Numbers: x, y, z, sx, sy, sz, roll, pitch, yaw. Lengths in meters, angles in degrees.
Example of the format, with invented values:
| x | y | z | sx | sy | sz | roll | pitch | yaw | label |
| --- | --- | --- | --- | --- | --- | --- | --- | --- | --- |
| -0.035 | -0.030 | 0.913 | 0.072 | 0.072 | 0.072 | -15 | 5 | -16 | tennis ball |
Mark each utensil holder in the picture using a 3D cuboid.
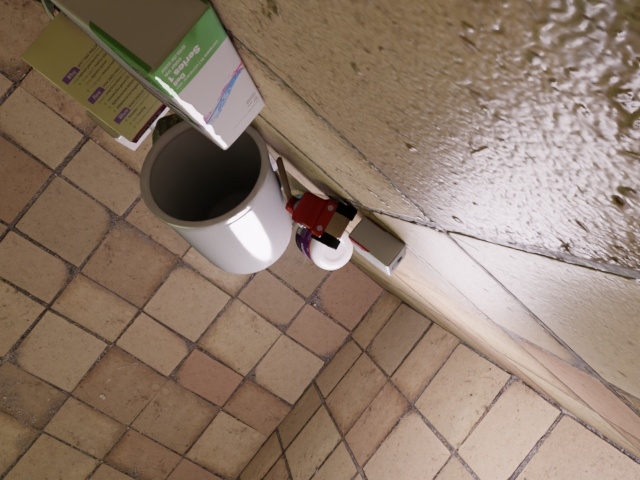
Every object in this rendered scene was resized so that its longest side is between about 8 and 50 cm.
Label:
| x | y | z | sx | sy | sz | roll | pitch | yaw | label |
| --- | --- | --- | --- | --- | --- | --- | --- | --- | --- |
| -0.265 | -0.105 | 1.235 | 0.328 | 0.327 | 0.385 | 38 | 166 | 20 | utensil holder |

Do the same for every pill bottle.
| x | y | z | sx | sy | sz | roll | pitch | yaw | label |
| --- | --- | --- | --- | --- | --- | --- | --- | --- | --- |
| 0.000 | 0.000 | 1.861 | 0.182 | 0.181 | 0.323 | 40 | 178 | -23 | pill bottle |

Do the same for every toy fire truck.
| x | y | z | sx | sy | sz | roll | pitch | yaw | label |
| --- | --- | --- | --- | --- | --- | --- | --- | --- | --- |
| -0.039 | -0.104 | 1.181 | 0.247 | 0.158 | 0.217 | 29 | 180 | -10 | toy fire truck |

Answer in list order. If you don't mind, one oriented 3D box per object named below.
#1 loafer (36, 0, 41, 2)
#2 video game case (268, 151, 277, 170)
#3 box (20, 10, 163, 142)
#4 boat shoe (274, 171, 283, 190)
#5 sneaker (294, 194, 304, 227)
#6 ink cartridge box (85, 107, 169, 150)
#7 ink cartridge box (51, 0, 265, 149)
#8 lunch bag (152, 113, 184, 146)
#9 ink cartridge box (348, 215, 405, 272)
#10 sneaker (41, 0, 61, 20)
| x | y | z | sx | sy | sz | roll | pitch | yaw | label |
| --- | --- | --- | --- | --- | --- | --- | --- | --- | --- |
| -0.703 | -0.654 | 1.036 | 0.108 | 0.095 | 0.302 | 63 | -170 | -8 | loafer |
| -0.239 | -0.315 | 1.338 | 0.227 | 0.026 | 0.206 | 39 | 178 | 11 | video game case |
| -0.429 | -0.364 | 0.916 | 0.243 | 0.213 | 0.117 | 39 | 177 | -21 | box |
| -0.260 | -0.265 | 1.559 | 0.303 | 0.114 | 0.091 | 38 | -178 | 17 | boat shoe |
| -0.066 | -0.114 | 1.582 | 0.122 | 0.110 | 0.283 | 42 | 178 | 11 | sneaker |
| -0.739 | -0.530 | 1.713 | 0.207 | 0.283 | 0.117 | 38 | 178 | 17 | ink cartridge box |
| -0.221 | -0.273 | 0.649 | 0.201 | 0.117 | 0.278 | 38 | 178 | 9 | ink cartridge box |
| -0.448 | -0.266 | 1.517 | 0.256 | 0.213 | 0.304 | -33 | 84 | 55 | lunch bag |
| 0.151 | 0.018 | 1.146 | 0.128 | 0.072 | 0.175 | 38 | 178 | 15 | ink cartridge box |
| -0.557 | -0.524 | 1.014 | 0.179 | 0.124 | 0.295 | -15 | 106 | 58 | sneaker |
